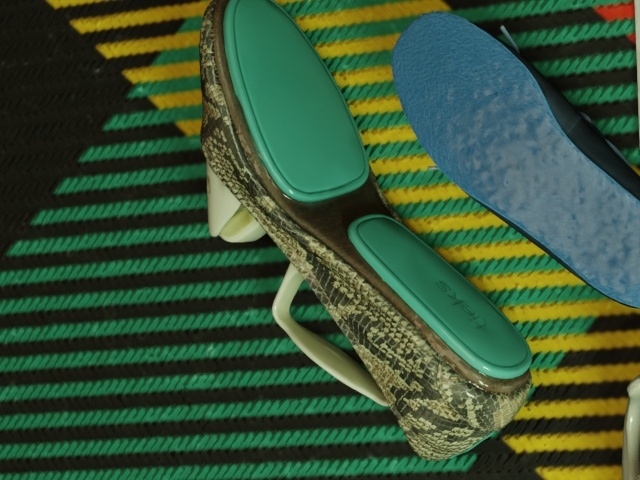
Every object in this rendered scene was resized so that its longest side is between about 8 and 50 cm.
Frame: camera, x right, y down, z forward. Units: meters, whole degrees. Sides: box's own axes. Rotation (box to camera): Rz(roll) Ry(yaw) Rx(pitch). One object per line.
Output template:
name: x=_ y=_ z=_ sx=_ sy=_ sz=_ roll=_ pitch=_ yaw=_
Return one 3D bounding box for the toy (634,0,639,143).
toy: x=0.335 y=-0.202 z=1.722 sx=0.137 sy=0.056 sz=0.237 roll=-5 pitch=83 yaw=23

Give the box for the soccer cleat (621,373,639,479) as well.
soccer cleat: x=0.301 y=0.261 z=1.647 sx=0.116 sy=0.143 sz=0.331 roll=-11 pitch=81 yaw=23

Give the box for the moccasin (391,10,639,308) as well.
moccasin: x=0.192 y=-0.058 z=1.743 sx=0.138 sy=0.117 sz=0.342 roll=-43 pitch=73 yaw=15

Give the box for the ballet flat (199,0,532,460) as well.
ballet flat: x=0.000 y=0.000 z=1.814 sx=0.483 sy=0.164 sz=0.182 roll=54 pitch=127 yaw=17
